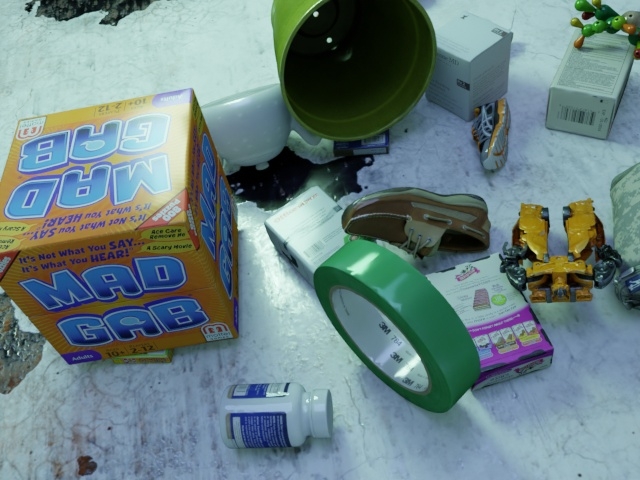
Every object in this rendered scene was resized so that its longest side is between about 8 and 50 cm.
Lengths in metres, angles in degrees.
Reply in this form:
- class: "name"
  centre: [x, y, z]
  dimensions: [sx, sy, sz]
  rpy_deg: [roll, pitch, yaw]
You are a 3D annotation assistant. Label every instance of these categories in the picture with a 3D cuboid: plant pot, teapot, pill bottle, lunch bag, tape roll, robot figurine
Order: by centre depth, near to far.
- class: "tape roll"
  centre: [0.123, 0.147, 1.176]
  dimensions: [0.077, 0.321, 0.321]
  rpy_deg: [-39, 54, -20]
- class: "pill bottle"
  centre: [-0.075, 0.308, 1.222]
  dimensions: [0.186, 0.112, 0.112]
  rpy_deg: [-4, 51, 9]
- class: "lunch bag"
  centre: [0.674, -0.016, 1.278]
  dimensions: [0.255, 0.213, 0.305]
  rpy_deg: [-13, 45, 31]
- class: "robot figurine"
  centre: [0.453, 0.020, 1.311]
  dimensions: [0.210, 0.085, 0.291]
  rpy_deg: [-3, 34, 20]
- class: "plant pot"
  centre: [0.035, -0.484, 1.646]
  dimensions: [0.366, 0.367, 0.353]
  rpy_deg: [-21, 42, -5]
- class: "teapot"
  centre: [-0.174, -0.260, 1.672]
  dimensions: [0.252, 0.187, 0.256]
  rpy_deg: [-29, 22, -36]

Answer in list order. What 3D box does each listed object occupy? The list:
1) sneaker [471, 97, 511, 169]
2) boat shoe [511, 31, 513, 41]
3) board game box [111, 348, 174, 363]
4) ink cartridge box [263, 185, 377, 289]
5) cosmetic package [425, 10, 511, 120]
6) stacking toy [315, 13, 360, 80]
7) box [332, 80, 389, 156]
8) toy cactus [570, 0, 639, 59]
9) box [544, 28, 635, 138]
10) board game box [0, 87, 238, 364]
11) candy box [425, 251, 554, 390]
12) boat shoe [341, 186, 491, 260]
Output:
- class: "sneaker"
  centre: [0.390, -0.242, 1.606]
  dimensions: [0.083, 0.084, 0.215]
  rpy_deg: [-3, 46, 26]
- class: "boat shoe"
  centre: [0.462, -0.508, 1.824]
  dimensions: [0.043, 0.049, 0.137]
  rpy_deg: [29, 66, 32]
- class: "board game box"
  centre: [-0.354, 0.140, 1.468]
  dimensions: [0.124, 0.039, 0.260]
  rpy_deg: [-2, 53, 9]
- class: "ink cartridge box"
  centre: [0.000, 0.000, 1.474]
  dimensions: [0.153, 0.087, 0.208]
  rpy_deg: [-34, 54, -15]
- class: "cosmetic package"
  centre: [0.357, -0.426, 1.686]
  dimensions: [0.151, 0.184, 0.151]
  rpy_deg: [-38, 53, -19]
- class: "stacking toy"
  centre: [0.093, -0.514, 1.900]
  dimensions: [0.279, 0.130, 0.309]
  rpy_deg: [-49, 51, 5]
- class: "box"
  centre: [0.104, -0.308, 1.726]
  dimensions: [0.136, 0.036, 0.225]
  rpy_deg: [-3, 59, 10]
- class: "toy cactus"
  centre: [0.679, -0.480, 1.570]
  dimensions: [0.180, 0.112, 0.219]
  rpy_deg: [-19, 45, -30]
- class: "box"
  centre: [0.634, -0.369, 1.619]
  dimensions: [0.148, 0.127, 0.232]
  rpy_deg: [17, 56, 23]
- class: "board game box"
  centre: [-0.373, -0.022, 1.353]
  dimensions: [0.356, 0.356, 0.357]
  rpy_deg: [-10, 49, 3]
- class: "candy box"
  centre: [0.310, 0.148, 1.299]
  dimensions: [0.159, 0.071, 0.234]
  rpy_deg: [-16, 50, -2]
- class: "boat shoe"
  centre: [0.206, -0.028, 1.389]
  dimensions: [0.323, 0.123, 0.120]
  rpy_deg: [-1, 61, -18]
